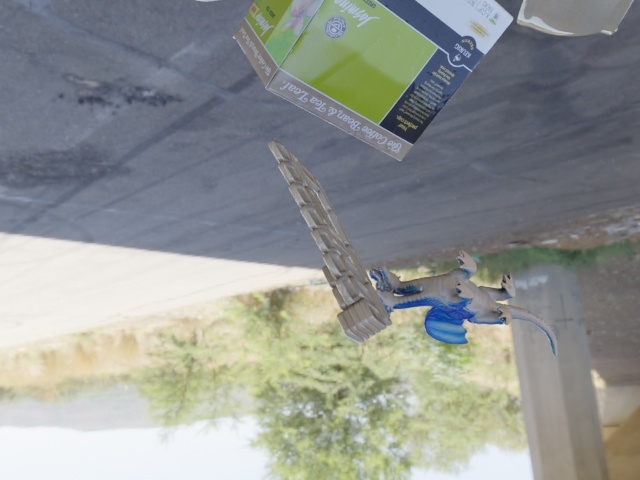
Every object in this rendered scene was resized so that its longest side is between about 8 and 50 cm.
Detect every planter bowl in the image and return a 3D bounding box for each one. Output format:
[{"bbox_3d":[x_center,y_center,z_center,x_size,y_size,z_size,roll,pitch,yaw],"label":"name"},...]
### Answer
[{"bbox_3d":[0.321,-0.308,0.767,0.109,0.162,0.162,30,176,11],"label":"planter bowl"}]

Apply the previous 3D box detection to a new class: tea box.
[{"bbox_3d":[0.085,-0.369,1.139,0.329,0.220,0.323,22,116,-38],"label":"tea box"}]

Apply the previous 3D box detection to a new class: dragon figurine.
[{"bbox_3d":[0.202,0.097,0.952,0.289,0.085,0.144,24,147,-23],"label":"dragon figurine"}]

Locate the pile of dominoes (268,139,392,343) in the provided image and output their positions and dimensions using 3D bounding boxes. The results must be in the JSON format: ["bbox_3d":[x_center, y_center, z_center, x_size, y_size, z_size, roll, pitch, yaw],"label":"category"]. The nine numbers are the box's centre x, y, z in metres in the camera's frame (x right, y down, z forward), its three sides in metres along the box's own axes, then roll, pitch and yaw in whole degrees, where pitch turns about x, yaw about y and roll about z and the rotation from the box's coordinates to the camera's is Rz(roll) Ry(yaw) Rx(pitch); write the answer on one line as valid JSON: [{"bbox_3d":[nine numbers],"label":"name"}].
[{"bbox_3d":[0.000,0.000,0.787,0.040,0.251,0.196,-31,154,9],"label":"pile of dominoes"}]
